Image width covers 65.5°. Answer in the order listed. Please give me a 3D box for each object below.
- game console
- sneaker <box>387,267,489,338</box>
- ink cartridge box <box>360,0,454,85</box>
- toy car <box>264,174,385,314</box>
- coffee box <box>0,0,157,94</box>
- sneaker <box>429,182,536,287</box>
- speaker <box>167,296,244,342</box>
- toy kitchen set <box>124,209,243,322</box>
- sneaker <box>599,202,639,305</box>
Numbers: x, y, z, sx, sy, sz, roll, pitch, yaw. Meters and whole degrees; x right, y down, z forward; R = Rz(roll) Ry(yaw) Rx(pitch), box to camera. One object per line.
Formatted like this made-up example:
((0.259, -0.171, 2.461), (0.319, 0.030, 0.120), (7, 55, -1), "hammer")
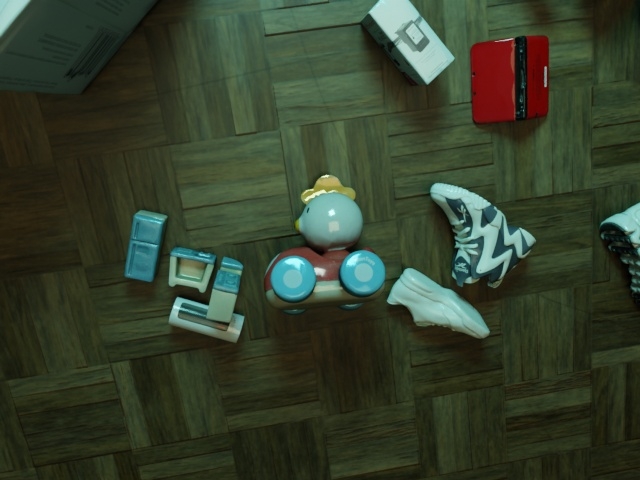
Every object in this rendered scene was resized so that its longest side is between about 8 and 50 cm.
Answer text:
((0.351, -0.295, 0.916), (0.124, 0.085, 0.144), (-17, 108, -34), "game console")
((0.231, 0.144, 0.991), (0.212, 0.080, 0.094), (33, 110, -5), "sneaker")
((0.141, -0.338, 0.835), (0.063, 0.109, 0.150), (-42, 104, 9), "ink cartridge box")
((0.000, 0.000, 0.889), (0.210, 0.219, 0.238), (-4, 75, -4), "toy car")
((-0.406, -0.432, 0.640), (0.334, 0.338, 0.338), (42, 97, -13), "coffee box")
((0.277, 0.005, 0.941), (0.235, 0.094, 0.153), (31, 91, -22), "sneaker")
((-0.216, 0.153, 0.951), (0.136, 0.055, 0.055), (19, 101, -9), "speaker")
((-0.239, 0.041, 0.862), (0.207, 0.166, 0.122), (12, 103, -9), "toy kitchen set")
((0.681, 0.053, 0.993), (0.118, 0.110, 0.292), (-35, 105, -6), "sneaker")
